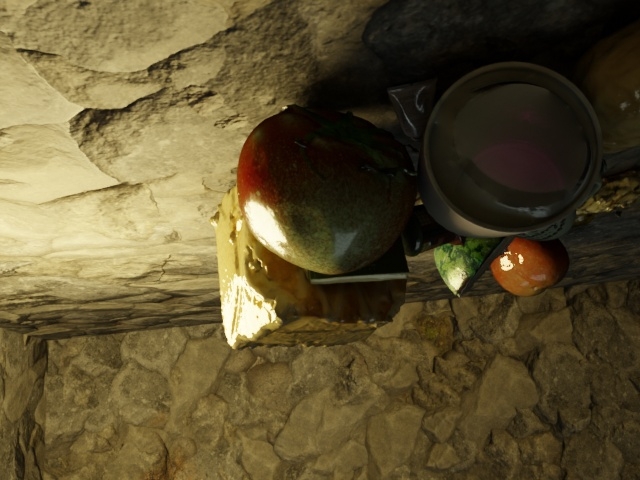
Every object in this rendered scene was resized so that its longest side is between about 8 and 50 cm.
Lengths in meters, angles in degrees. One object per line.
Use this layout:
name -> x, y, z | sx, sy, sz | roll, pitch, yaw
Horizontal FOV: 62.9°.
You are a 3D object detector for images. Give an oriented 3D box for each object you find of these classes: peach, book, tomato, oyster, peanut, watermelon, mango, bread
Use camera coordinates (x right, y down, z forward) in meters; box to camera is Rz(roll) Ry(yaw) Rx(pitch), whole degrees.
peach -> 0.708, 0.068, 1.798 | 0.252, 0.253, 0.252 | -6, 163, -2
book -> 0.057, -0.049, 1.049 | 0.201, 0.290, 0.026 | -4, 151, -10
tomato -> 0.011, -0.080, 0.881 | 0.303, 0.303, 0.239 | 2, 124, -26
oyster -> 0.828, -0.136, 1.422 | 0.354, 0.107, 0.201 | -16, -175, -11
peanut -> 0.488, -0.258, 0.742 | 0.192, 0.170, 0.387 | -12, 163, -20
watermelon -> 0.455, 0.024, 1.529 | 0.305, 0.180, 0.224 | -37, -162, -34
mango -> 0.783, -0.077, 1.613 | 0.103, 0.076, 0.161 | -16, 170, 8
bread -> -0.031, 0.038, 1.175 | 0.371, 0.390, 0.279 | 5, 152, -29

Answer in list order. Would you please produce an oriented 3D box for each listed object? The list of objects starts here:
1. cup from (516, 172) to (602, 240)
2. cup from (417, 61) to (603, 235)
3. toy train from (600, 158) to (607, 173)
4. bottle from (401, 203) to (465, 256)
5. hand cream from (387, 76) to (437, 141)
cup -> 0.512, -0.097, 1.188 | 0.234, 0.186, 0.258 | 18, 156, -41
cup -> 0.292, -0.124, 0.915 | 0.253, 0.253, 0.371 | -8, 175, 4
toy train -> 0.607, -0.171, 1.233 | 0.060, 0.081, 0.202 | -7, 170, 5
bottle -> 0.334, -0.043, 1.403 | 0.271, 0.143, 0.156 | -15, 147, -20
hand cream -> 0.169, -0.231, 0.931 | 0.084, 0.053, 0.142 | -11, 148, 10
